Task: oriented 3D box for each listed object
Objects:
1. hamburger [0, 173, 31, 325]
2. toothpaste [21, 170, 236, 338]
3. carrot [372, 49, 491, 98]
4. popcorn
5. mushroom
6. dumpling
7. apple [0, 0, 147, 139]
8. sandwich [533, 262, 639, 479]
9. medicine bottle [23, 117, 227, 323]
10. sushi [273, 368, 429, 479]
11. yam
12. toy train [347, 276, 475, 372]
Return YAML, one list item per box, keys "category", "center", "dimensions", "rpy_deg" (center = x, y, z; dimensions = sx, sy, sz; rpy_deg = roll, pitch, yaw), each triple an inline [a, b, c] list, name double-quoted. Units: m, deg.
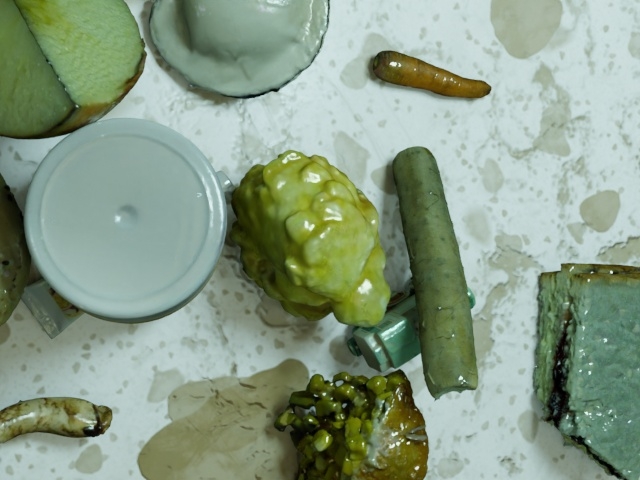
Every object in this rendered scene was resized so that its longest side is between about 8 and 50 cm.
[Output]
- category: "hamburger"
  center: [-0.495, 0.016, 1.546]
  dimensions: [0.277, 0.195, 0.318]
  rpy_deg: [33, 77, -13]
- category: "toothpaste"
  center: [-0.250, 0.008, 1.711]
  dimensions: [0.314, 0.056, 0.058]
  rpy_deg: [-36, 66, -12]
- category: "carrot"
  center: [0.164, -0.233, 1.841]
  dimensions: [0.191, 0.047, 0.047]
  rpy_deg: [12, 89, -20]
- category: "popcorn"
  center: [0.000, 0.000, 1.702]
  dimensions: [0.192, 0.233, 0.266]
  rpy_deg: [-38, 86, -26]
- category: "mushroom"
  center: [-0.449, 0.280, 1.621]
  dimensions: [0.233, 0.301, 0.208]
  rpy_deg: [24, 100, 25]
- category: "dumpling"
  center: [-0.102, -0.274, 1.702]
  dimensions: [0.247, 0.142, 0.172]
  rpy_deg: [-5, 95, 11]
- category: "apple"
  center: [-0.354, -0.253, 1.562]
  dimensions: [0.254, 0.179, 0.346]
  rpy_deg: [-33, 69, -9]
- category: "sandwich"
  center: [0.460, 0.198, 1.920]
  dimensions: [0.262, 0.131, 0.325]
  rpy_deg: [2, 93, -20]
- category: "medicine bottle"
  center: [-0.235, -0.019, 1.573]
  dimensions: [0.238, 0.232, 0.238]
  rpy_deg: [1, 84, -7]
- category: "sushi"
  center: [0.034, 0.303, 1.754]
  dimensions: [0.179, 0.167, 0.296]
  rpy_deg: [21, 126, -24]
- category: "yam"
  center: [0.155, 0.039, 1.739]
  dimensions: [0.083, 0.083, 0.371]
  rpy_deg: [5, 59, -19]
- category: "toy train"
  center: [0.132, 0.110, 1.806]
  dimensions: [0.194, 0.125, 0.081]
  rpy_deg: [-31, 106, -14]
